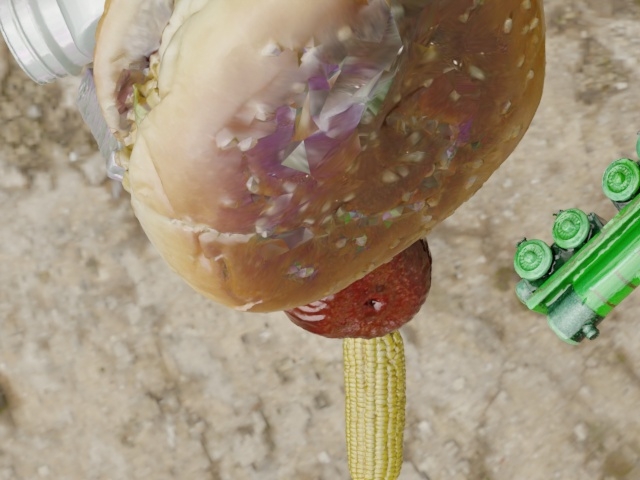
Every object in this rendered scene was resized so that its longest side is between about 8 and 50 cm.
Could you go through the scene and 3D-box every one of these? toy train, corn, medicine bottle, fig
[{"bbox_3d":[0.296,-0.005,1.216,0.251,0.085,0.119,-48,48,23],"label":"toy train"},{"bbox_3d":[0.067,0.198,1.545,0.080,0.080,0.238,8,111,29],"label":"corn"},{"bbox_3d":[-0.168,-0.271,1.292,0.324,0.179,0.124,-24,93,10],"label":"medicine bottle"},{"bbox_3d":[-0.001,0.009,0.885,0.153,0.119,0.119,19,108,30],"label":"fig"}]

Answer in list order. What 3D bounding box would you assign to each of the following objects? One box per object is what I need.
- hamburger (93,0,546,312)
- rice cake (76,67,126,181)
[{"bbox_3d":[0.011,-0.091,0.668,0.146,0.243,0.286,51,123,40],"label":"hamburger"},{"bbox_3d":[-0.151,-0.101,1.125,0.298,0.106,0.050,-131,54,-67],"label":"rice cake"}]
